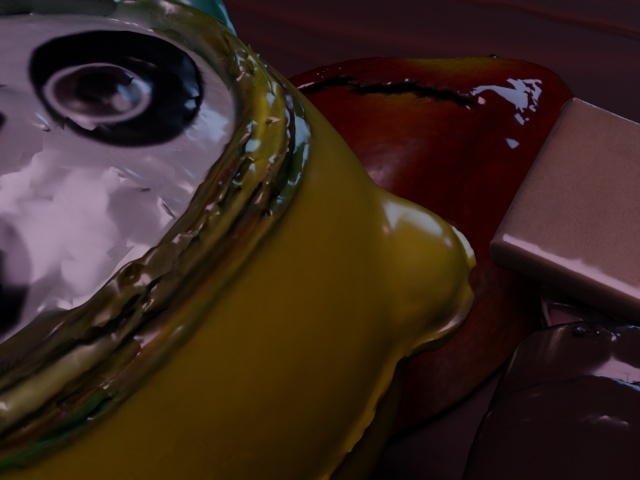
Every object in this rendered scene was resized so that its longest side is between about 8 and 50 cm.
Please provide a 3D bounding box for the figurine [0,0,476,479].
[{"bbox_3d":[-0.120,0.015,0.703,0.340,0.231,0.323,27,64,32],"label":"figurine"}]

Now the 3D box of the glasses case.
[{"bbox_3d":[0.160,0.032,0.741,0.193,0.070,0.102,23,64,17],"label":"glasses case"}]

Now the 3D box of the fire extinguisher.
[{"bbox_3d":[0.067,0.178,0.603,0.105,0.141,0.341,32,52,-11],"label":"fire extinguisher"}]

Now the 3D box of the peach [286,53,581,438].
[{"bbox_3d":[0.000,-0.003,0.810,0.189,0.068,0.279,25,60,31],"label":"peach"}]
